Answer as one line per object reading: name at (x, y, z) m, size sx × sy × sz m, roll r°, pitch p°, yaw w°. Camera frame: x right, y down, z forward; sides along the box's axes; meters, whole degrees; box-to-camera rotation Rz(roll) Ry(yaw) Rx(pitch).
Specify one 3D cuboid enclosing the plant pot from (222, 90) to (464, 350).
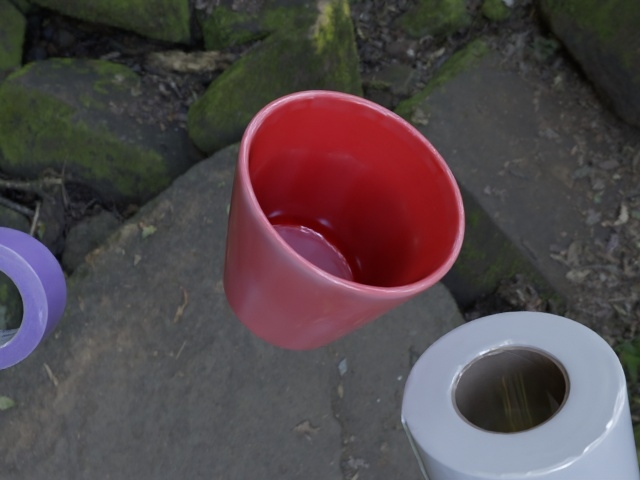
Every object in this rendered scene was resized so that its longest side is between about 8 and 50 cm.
plant pot at (0.000, 0.000, 0.838) m, size 0.274 × 0.243 × 0.275 m, roll 12°, pitch 54°, yaw -17°

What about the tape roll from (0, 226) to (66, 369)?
tape roll at (-0.461, 0.080, 0.954) m, size 0.188 × 0.189 × 0.080 m, roll 19°, pitch 11°, yaw -5°

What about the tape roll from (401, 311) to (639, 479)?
tape roll at (0.234, 0.225, 0.797) m, size 0.246 × 0.169 × 0.246 m, roll -17°, pitch 31°, yaw 11°
